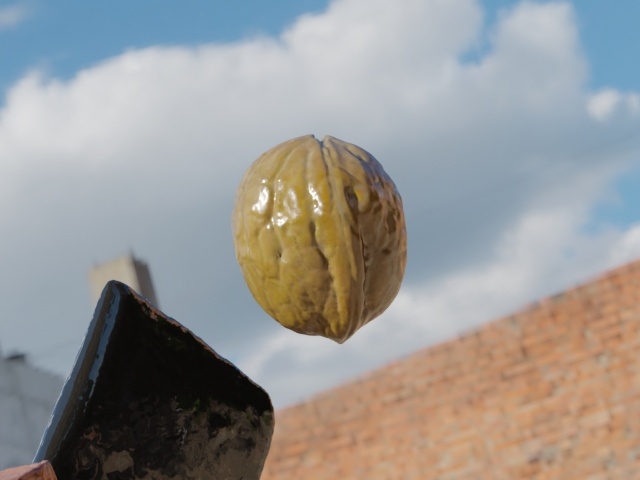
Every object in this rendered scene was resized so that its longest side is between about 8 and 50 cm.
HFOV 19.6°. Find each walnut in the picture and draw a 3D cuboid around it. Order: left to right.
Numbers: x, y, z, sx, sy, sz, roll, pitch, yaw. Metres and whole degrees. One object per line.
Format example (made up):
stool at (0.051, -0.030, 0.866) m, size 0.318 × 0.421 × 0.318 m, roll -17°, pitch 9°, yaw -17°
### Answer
walnut at (0.000, 0.000, 1.080) m, size 0.105 × 0.124 × 0.105 m, roll -6°, pitch 7°, yaw 1°

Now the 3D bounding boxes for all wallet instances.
wallet at (-0.141, 0.225, 1.270) m, size 0.051 × 0.377 × 0.197 m, roll -8°, pitch -37°, yaw 42°

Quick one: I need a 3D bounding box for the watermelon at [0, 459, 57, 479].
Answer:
watermelon at (-0.125, 0.128, 0.702) m, size 0.135 × 0.094 × 0.125 m, roll 40°, pitch -23°, yaw -19°
